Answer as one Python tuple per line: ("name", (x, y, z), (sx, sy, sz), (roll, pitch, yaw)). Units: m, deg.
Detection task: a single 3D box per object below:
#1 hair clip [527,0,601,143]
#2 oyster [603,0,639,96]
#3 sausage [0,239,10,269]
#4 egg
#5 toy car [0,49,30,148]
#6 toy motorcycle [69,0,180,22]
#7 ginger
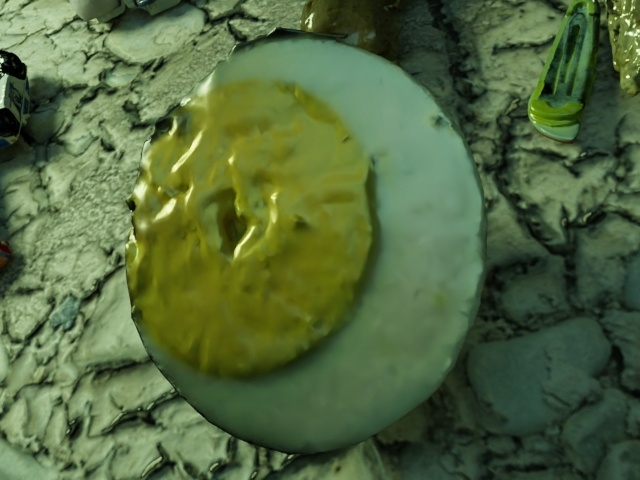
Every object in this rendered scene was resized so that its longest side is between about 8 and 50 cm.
("hair clip", (0.266, -0.184, 0.705), (0.060, 0.033, 0.188), (12, 69, 26))
("oyster", (0.373, -0.316, 0.697), (0.166, 0.110, 0.341), (24, 73, 28))
("sausage", (-0.428, 0.050, 0.803), (0.034, 0.034, 0.129), (29, 75, 29))
("egg", (0.000, 0.000, 0.592), (0.337, 0.201, 0.337), (0, 88, 18))
("toy car", (-0.459, -0.198, 0.926), (0.080, 0.070, 0.171), (-14, 61, 10))
("toy motorcycle", (-0.251, -0.399, 0.964), (0.254, 0.112, 0.112), (-20, 58, 8))
("ginger", (0.035, -0.245, 0.786), (0.166, 0.080, 0.333), (8, 62, 35))
